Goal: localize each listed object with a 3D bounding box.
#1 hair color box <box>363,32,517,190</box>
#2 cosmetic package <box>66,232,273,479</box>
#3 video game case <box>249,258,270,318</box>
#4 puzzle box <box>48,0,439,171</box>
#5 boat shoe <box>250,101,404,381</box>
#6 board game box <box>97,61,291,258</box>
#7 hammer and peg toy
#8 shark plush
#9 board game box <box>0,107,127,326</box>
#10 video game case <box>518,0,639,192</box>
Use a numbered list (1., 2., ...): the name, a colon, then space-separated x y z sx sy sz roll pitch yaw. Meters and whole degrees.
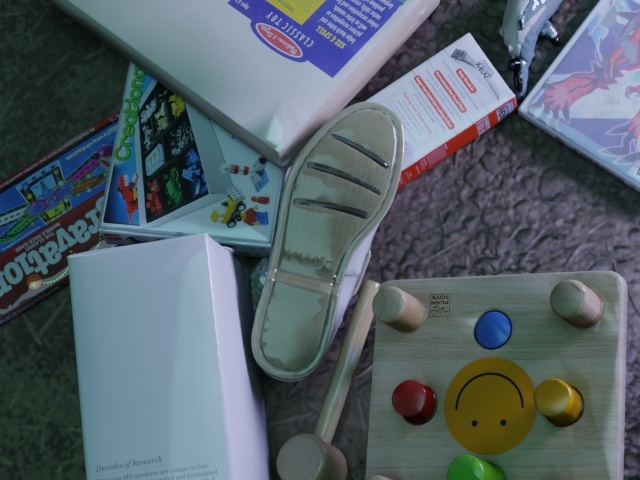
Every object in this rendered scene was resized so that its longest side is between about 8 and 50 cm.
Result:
1. hair color box: 0.120 -0.138 1.536 0.167 0.053 0.093 -33 72 2
2. cosmetic package: -0.139 0.194 1.416 0.155 0.197 0.365 -11 74 8
3. video game case: -0.029 0.043 1.537 0.087 0.011 0.122 35 83 17
4. puzzle box: -0.108 -0.287 1.559 0.409 0.052 0.272 37 74 19
5. boat shoe: 0.000 0.000 1.475 0.113 0.103 0.302 23 82 0
6. board game box: -0.123 -0.137 1.562 0.193 0.053 0.305 6 71 8
7. hammer and peg toy: 0.116 0.153 1.369 0.361 0.127 0.266 -2 74 28
8. shark plush: 0.237 -0.234 1.542 0.067 0.073 0.161 15 71 -17
9. board game box: -0.296 -0.026 1.599 0.281 0.027 0.145 -32 73 1
10. video game case: 0.345 -0.168 1.517 0.183 0.023 0.201 35 84 17
